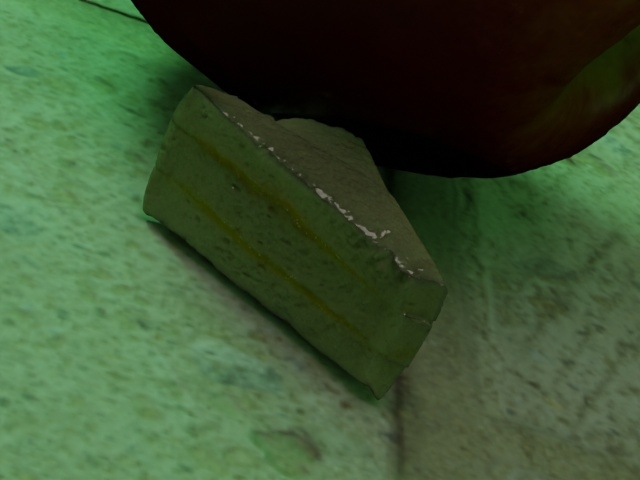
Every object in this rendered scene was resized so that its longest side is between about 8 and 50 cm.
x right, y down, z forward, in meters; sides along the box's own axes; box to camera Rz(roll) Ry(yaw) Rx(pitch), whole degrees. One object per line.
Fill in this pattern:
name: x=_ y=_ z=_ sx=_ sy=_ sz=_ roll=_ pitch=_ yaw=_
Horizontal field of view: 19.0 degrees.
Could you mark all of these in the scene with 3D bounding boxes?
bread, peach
bread: x=-0.016 y=-0.001 z=0.945 sx=0.105 sy=0.077 sz=0.152 roll=14 pitch=26 yaw=-26
peach: x=0.054 y=-0.198 z=1.084 sx=0.406 sy=0.310 sz=0.335 roll=18 pitch=-3 yaw=7
